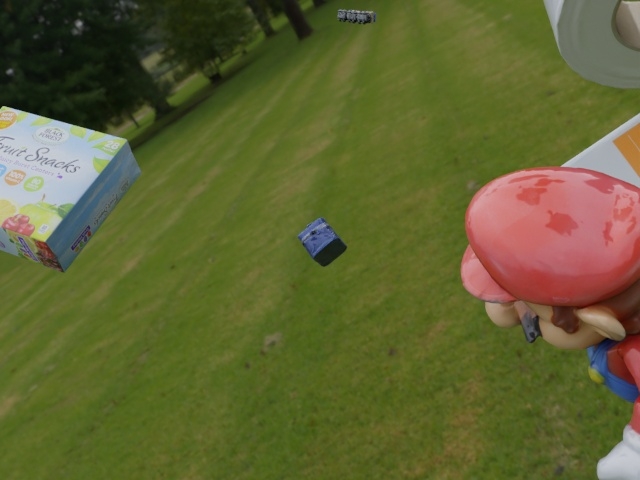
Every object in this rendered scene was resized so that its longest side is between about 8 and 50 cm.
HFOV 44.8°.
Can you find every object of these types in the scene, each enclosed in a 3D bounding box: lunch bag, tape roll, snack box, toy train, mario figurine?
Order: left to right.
[{"bbox_3d":[-0.362,-0.070,0.975,0.207,0.070,0.174,18,57,20],"label":"snack box"},{"bbox_3d":[0.000,0.000,1.501,0.067,0.065,0.098,-39,-24,2],"label":"lunch bag"},{"bbox_3d":[0.078,-0.470,1.632,0.036,0.027,0.158,-5,19,-20],"label":"toy train"},{"bbox_3d":[0.214,0.072,0.600,0.170,0.320,0.198,-48,22,3],"label":"mario figurine"},{"bbox_3d":[0.422,-0.321,0.959,0.286,0.286,0.100,-21,53,26],"label":"tape roll"}]

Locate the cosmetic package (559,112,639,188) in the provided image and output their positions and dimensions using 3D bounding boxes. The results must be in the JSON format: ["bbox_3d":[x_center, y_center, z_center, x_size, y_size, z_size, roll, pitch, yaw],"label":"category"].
[{"bbox_3d":[0.534,-0.054,1.487,0.453,0.230,0.161,-36,-9,12],"label":"cosmetic package"}]
